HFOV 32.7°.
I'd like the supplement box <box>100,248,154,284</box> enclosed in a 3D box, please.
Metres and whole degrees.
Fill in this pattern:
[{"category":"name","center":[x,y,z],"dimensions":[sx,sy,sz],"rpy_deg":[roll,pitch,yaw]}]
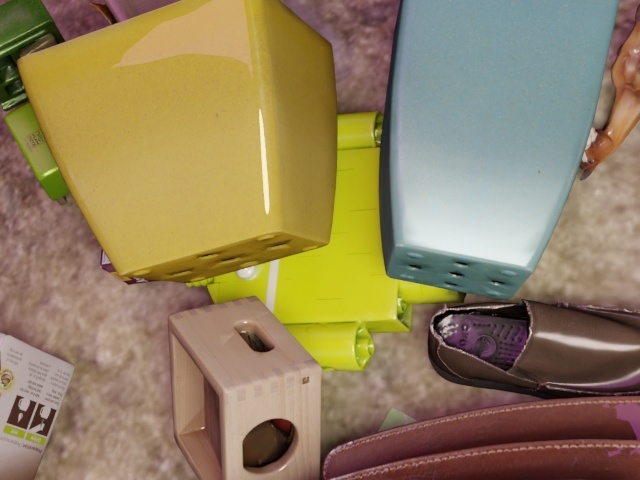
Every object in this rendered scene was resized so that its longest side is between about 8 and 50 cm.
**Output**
[{"category":"supplement box","center":[-0.165,0.011,1.066],"dimensions":[0.083,0.055,0.043],"rpy_deg":[-8,66,23]}]

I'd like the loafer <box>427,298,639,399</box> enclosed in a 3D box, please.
[{"category":"loafer","center":[0.182,0.087,0.859],"dimensions":[0.220,0.078,0.080],"rpy_deg":[-2,68,24]}]

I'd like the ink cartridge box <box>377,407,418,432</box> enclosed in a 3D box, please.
[{"category":"ink cartridge box","center":[0.058,0.265,0.859],"dimensions":[0.171,0.056,0.235],"rpy_deg":[25,83,31]}]

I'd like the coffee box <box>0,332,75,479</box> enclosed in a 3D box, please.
[{"category":"coffee box","center":[-0.378,0.228,1.036],"dimensions":[0.168,0.119,0.297],"rpy_deg":[9,73,27]}]

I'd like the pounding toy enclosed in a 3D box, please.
[{"category":"pounding toy","center":[-0.047,0.180,0.891],"dimensions":[0.094,0.206,0.181],"rpy_deg":[-12,29,-24]}]

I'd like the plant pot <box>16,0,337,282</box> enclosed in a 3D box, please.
[{"category":"plant pot","center":[-0.097,-0.072,0.922],"dimensions":[0.212,0.212,0.187],"rpy_deg":[-15,81,16]}]

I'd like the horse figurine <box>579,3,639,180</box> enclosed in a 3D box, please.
[{"category":"horse figurine","center":[0.285,-0.190,0.896],"dimensions":[0.066,0.174,0.263],"rpy_deg":[22,68,21]}]

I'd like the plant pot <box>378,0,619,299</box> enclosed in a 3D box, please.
[{"category":"plant pot","center":[0.127,-0.083,0.871],"dimensions":[0.165,0.166,0.234],"rpy_deg":[10,74,2]}]

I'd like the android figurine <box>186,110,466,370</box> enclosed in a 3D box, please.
[{"category":"android figurine","center":[0.000,0.000,0.996],"dimensions":[0.272,0.056,0.248],"rpy_deg":[-1,69,22]}]

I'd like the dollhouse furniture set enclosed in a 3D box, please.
[{"category":"dollhouse furniture set","center":[-0.190,-0.185,1.155],"dimensions":[0.301,0.151,0.198],"rpy_deg":[-30,80,-9]}]

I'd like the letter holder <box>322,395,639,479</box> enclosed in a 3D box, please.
[{"category":"letter holder","center":[0.105,0.202,0.727],"dimensions":[0.301,0.152,0.214],"rpy_deg":[-13,64,26]}]
